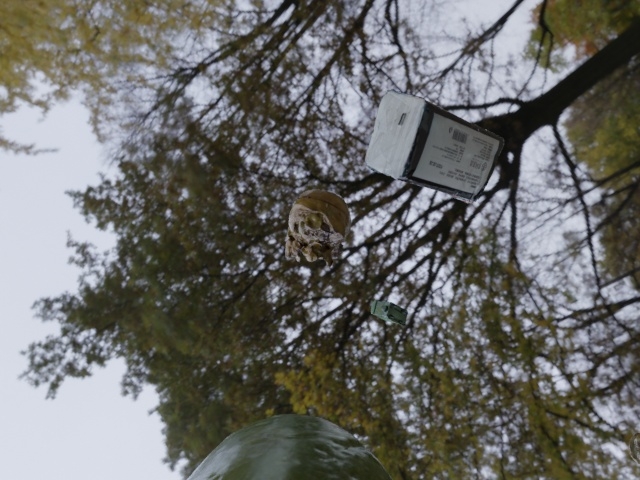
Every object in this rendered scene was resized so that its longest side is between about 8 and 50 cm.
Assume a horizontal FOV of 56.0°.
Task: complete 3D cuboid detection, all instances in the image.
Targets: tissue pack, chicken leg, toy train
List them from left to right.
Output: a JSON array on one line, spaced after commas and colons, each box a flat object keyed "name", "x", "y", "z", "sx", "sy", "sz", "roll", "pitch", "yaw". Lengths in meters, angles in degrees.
[{"name": "chicken leg", "x": 0.002, "y": -0.003, "z": 0.891, "sx": 0.085, "sy": 0.207, "sz": 0.101, "roll": 13, "pitch": -107, "yaw": 10}, {"name": "toy train", "x": 0.156, "y": 0.163, "z": 1.350, "sx": 0.093, "sy": 0.056, "sz": 0.038, "roll": 30, "pitch": -109, "yaw": -48}, {"name": "tissue pack", "x": 0.146, "y": -0.115, "z": 0.764, "sx": 0.170, "sy": 0.103, "sz": 0.090, "roll": 11, "pitch": -169, "yaw": -40}]

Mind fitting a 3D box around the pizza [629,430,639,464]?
[{"name": "pizza", "x": 0.421, "y": 0.163, "z": 0.686, "sx": 0.271, "sy": 0.056, "sz": 0.135, "roll": -38, "pitch": -47, "yaw": -28}]

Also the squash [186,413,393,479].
[{"name": "squash", "x": -0.027, "y": 0.218, "z": 0.301, "sx": 0.189, "sy": 0.189, "sz": 0.260, "roll": 53, "pitch": -171, "yaw": 3}]
